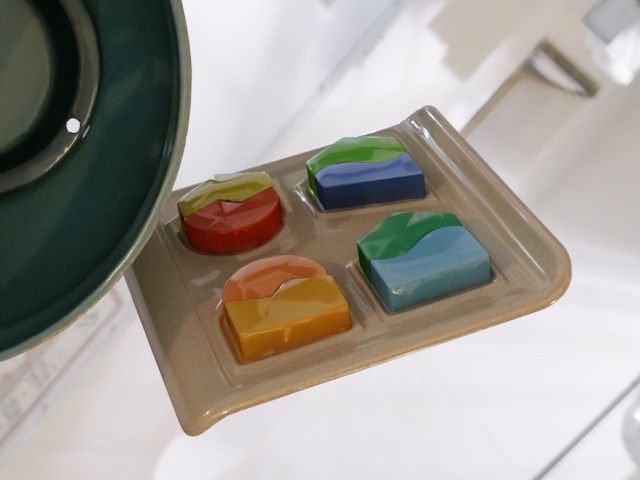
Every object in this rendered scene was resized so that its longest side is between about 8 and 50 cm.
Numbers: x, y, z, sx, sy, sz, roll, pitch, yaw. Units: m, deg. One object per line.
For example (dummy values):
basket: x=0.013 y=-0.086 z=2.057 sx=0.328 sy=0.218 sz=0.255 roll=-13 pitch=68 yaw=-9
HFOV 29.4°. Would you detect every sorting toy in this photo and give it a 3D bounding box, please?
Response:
sorting toy: x=0.000 y=0.000 z=0.651 sx=0.193 sy=0.208 sz=0.038 roll=-122 pitch=14 yaw=-52

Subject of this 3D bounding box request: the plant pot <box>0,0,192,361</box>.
plant pot: x=-0.211 y=-0.092 z=0.647 sx=0.293 sy=0.293 sz=0.196 roll=39 pitch=-175 yaw=-9
